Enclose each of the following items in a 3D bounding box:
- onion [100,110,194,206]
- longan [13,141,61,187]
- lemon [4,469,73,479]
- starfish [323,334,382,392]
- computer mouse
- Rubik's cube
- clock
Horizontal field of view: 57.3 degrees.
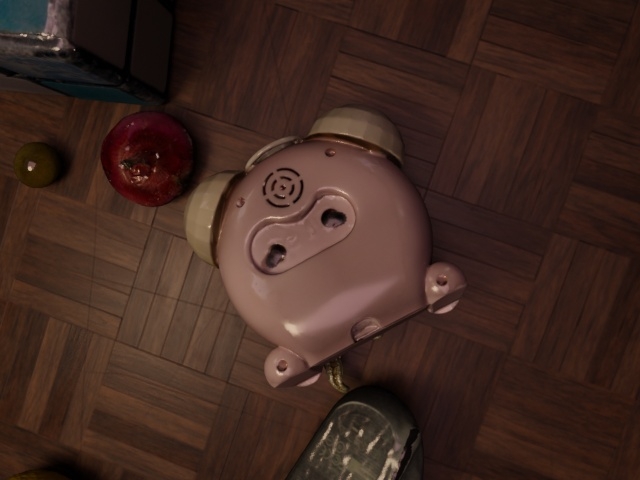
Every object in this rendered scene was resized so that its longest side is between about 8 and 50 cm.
[{"bbox_3d":[-0.271,-0.125,0.882,0.150,0.140,0.150,1,94,9],"label":"onion"},{"bbox_3d":[-0.459,-0.122,0.945,0.083,0.075,0.075,20,96,46],"label":"longan"},{"bbox_3d":[-0.451,0.455,0.899,0.178,0.203,0.178,0,117,0],"label":"lemon"},{"bbox_3d":[-0.016,0.143,0.904,0.176,0.053,0.208,-40,77,2],"label":"starfish"},{"bbox_3d":[0.034,0.396,0.856,0.203,0.114,0.373,27,88,35],"label":"computer mouse"},{"bbox_3d":[-0.393,-0.376,0.799,0.319,0.316,0.313,7,93,5],"label":"Rubik's cube"},{"bbox_3d":[0.000,0.000,0.821,0.342,0.184,0.325,-26,71,-2],"label":"clock"}]
